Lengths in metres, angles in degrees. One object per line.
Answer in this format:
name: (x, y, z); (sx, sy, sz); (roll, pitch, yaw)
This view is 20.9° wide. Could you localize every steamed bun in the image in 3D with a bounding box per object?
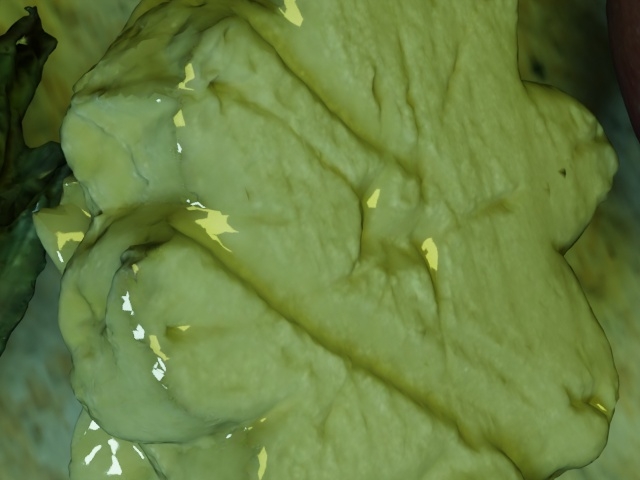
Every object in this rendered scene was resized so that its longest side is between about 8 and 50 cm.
steamed bun: (0.000, 0.000, 0.681); (0.292, 0.137, 0.295); (-34, 106, -43)

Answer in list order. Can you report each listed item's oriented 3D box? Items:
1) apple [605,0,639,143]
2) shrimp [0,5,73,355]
apple: (0.274, -0.093, 0.731); (0.306, 0.306, 0.235); (23, 65, -13)
shrimp: (-0.249, 0.059, 0.613); (0.272, 0.085, 0.445); (27, 63, 17)
